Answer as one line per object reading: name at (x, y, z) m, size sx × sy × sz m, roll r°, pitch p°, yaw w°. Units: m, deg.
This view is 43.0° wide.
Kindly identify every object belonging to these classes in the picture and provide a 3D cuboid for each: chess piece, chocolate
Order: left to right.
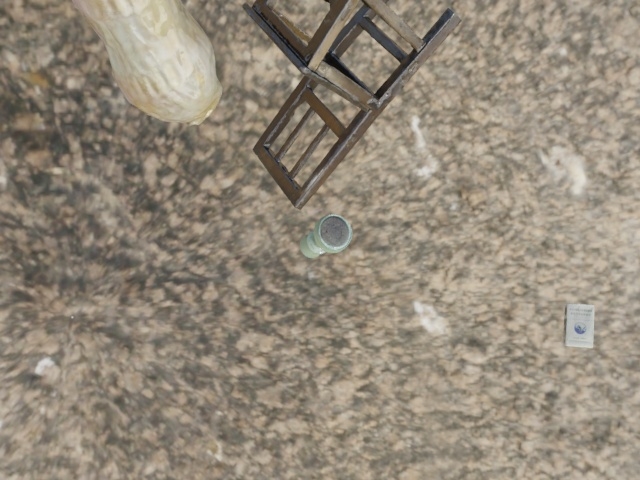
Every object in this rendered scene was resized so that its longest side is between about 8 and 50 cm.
chocolate at (-0.217, -0.261, 1.006) m, size 0.134 × 0.309 × 0.134 m, roll -10°, pitch 53°, yaw 14°
chess piece at (0.000, 0.000, 1.286) m, size 0.059 × 0.149 × 0.059 m, roll 3°, pitch 79°, yaw -17°

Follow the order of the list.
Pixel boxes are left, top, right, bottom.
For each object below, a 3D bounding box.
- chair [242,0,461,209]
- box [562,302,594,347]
chair at (-0.016, -0.288, 1.322) m, size 0.416 × 0.203 × 0.240 m, roll -49°, pitch 143°, yaw 15°
box at (0.498, 0.164, 1.570) m, size 0.054 × 0.024 × 0.083 m, roll 5°, pitch 83°, yaw 0°
